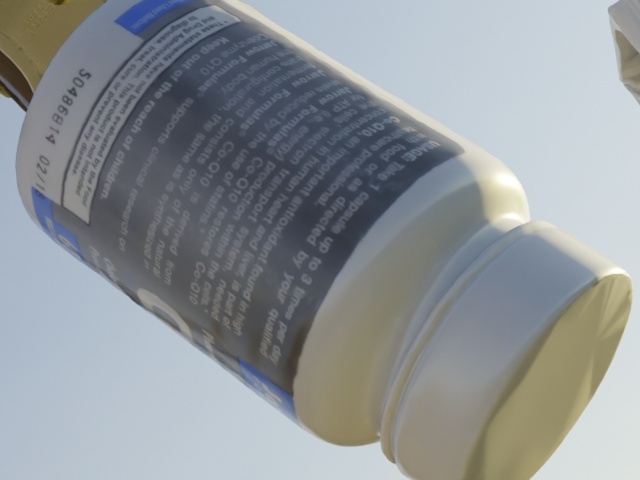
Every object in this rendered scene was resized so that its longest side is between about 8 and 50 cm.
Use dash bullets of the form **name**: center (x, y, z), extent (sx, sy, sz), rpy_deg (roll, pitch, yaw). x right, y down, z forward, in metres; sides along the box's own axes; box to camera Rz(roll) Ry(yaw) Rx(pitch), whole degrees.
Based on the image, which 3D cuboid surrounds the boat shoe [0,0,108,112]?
- **boat shoe**: center (-0.191, -0.143, 1.154), extent (0.116, 0.097, 0.324), rpy_deg (-47, -60, -4)

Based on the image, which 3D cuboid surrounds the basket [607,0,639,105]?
- **basket**: center (0.267, -0.118, 1.077), extent (0.103, 0.113, 0.167), rpy_deg (-35, -16, 4)

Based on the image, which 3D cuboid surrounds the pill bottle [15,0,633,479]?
- **pill bottle**: center (0.000, 0.000, 0.386), extent (0.078, 0.137, 0.078), rpy_deg (-40, -30, -29)

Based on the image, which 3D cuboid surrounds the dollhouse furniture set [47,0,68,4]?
- **dollhouse furniture set**: center (-0.179, -0.167, 0.833), extent (0.303, 0.198, 0.286), rpy_deg (-21, -13, -46)
